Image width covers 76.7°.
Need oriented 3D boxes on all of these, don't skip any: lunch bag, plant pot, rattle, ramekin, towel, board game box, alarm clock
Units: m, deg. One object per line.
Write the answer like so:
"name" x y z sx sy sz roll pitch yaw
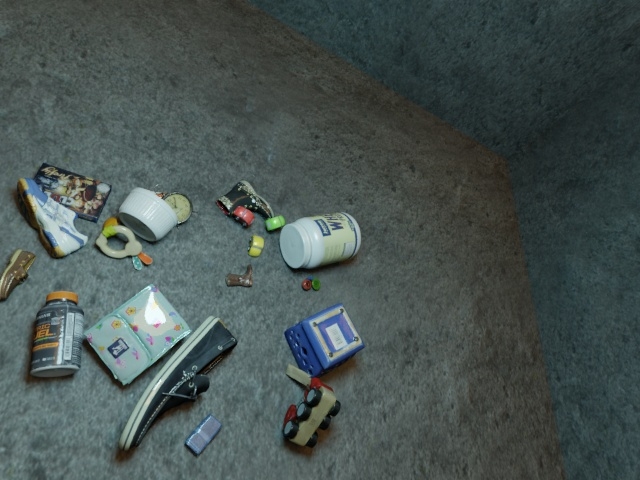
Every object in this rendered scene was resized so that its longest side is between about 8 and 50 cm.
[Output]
"lunch bag" -0.607 0.312 1.348 0.262 0.160 0.223 -39 93 -34
"plant pot" 0.024 0.401 1.634 0.235 0.212 0.236 -19 72 -32
"rattle" -0.737 0.013 1.538 0.199 0.142 0.130 33 80 -30
"ramekin" -0.663 -0.090 1.540 0.207 0.207 0.109 35 58 -9
"towel" -0.392 0.649 1.355 0.067 0.029 0.119 46 49 0
"board game box" -0.941 -0.178 1.520 0.243 0.042 0.165 19 54 -22
"alarm clock" -0.607 -0.151 1.655 0.129 0.064 0.192 -43 122 -12

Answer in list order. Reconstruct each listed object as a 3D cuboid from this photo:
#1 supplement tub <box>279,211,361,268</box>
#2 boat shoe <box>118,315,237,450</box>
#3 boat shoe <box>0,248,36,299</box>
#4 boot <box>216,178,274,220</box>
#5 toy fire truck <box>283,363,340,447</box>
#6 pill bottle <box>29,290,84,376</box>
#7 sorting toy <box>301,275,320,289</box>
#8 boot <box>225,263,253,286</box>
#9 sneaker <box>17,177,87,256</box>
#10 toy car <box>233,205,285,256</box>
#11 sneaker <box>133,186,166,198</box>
"supplement tub" 0.000 0.000 1.872 0.324 0.235 0.236 -12 68 -37
"boat shoe" -0.449 0.465 1.336 0.156 0.187 0.500 37 43 0
"boat shoe" -0.978 0.108 1.303 0.060 0.064 0.178 15 52 -21
"boot" -0.344 -0.148 1.858 0.236 0.085 0.178 49 55 -3
"toy fire truck" -0.067 0.598 1.515 0.158 0.246 0.217 34 93 -18
"pill bottle" -0.810 0.285 1.254 0.130 0.130 0.246 4 59 -30
"sorting toy" -0.050 0.198 1.854 0.101 0.042 0.061 7 73 -42
"boot" -0.344 0.144 1.702 0.114 0.037 0.107 6 57 -24
"sneaker" -0.940 -0.089 1.422 0.131 0.111 0.297 -33 98 -47
"toy car" -0.252 -0.066 1.817 0.224 0.053 0.239 -21 93 -30
"sneaker" -0.688 -0.171 1.676 0.175 0.064 0.068 8 80 -24
